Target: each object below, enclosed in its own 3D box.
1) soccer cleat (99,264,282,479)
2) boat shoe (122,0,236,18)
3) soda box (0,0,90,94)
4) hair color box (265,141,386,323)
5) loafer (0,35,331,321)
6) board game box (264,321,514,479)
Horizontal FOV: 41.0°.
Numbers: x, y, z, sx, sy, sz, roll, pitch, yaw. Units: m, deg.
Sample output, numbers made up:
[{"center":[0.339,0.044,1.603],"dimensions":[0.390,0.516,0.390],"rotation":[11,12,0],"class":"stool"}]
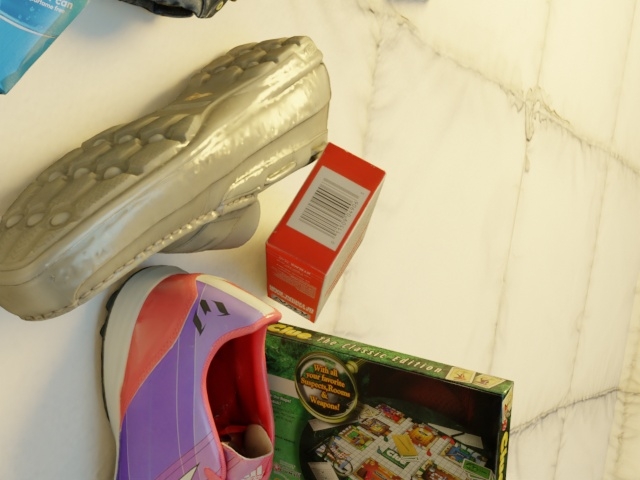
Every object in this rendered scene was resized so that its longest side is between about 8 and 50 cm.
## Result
[{"center":[-0.088,0.179,0.609],"dimensions":[0.109,0.116,0.318],"rotation":[-16,112,-56],"class":"soccer cleat"},{"center":[-0.069,-0.190,0.589],"dimensions":[0.183,0.065,0.083],"rotation":[-5,103,-50],"class":"boat shoe"},{"center":[-0.131,-0.173,0.438],"dimensions":[0.067,0.071,0.210],"rotation":[48,67,-36],"class":"soda box"},{"center":[0.000,0.000,0.681],"dimensions":[0.093,0.053,0.167],"rotation":[-59,173,-17],"class":"hair color box"},{"center":[-0.081,-0.037,0.564],"dimensions":[0.319,0.112,0.111],"rotation":[-45,126,-44],"class":"loafer"},{"center":[0.008,0.135,0.615],"dimensions":[0.030,0.260,0.136],"rotation":[-22,118,-53],"class":"board game box"}]
